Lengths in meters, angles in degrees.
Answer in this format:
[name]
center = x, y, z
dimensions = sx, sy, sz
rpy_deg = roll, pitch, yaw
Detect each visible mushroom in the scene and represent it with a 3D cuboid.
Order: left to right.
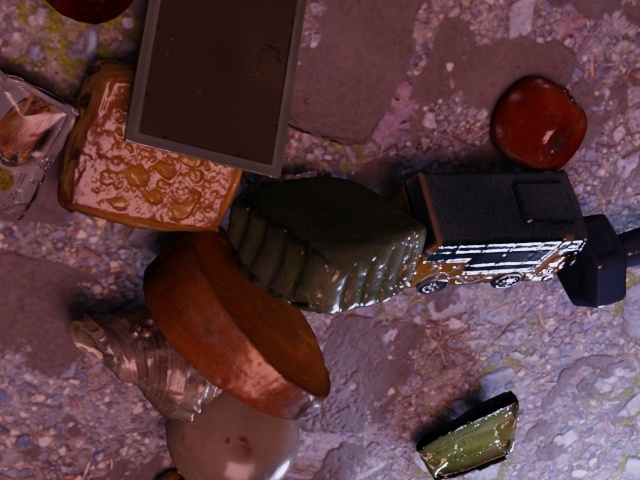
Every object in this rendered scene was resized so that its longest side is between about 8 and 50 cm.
[mushroom]
center = -0.139, 0.301, 1.729
dimensions = 0.204, 0.204, 0.204
rpy_deg = -10, 121, -17

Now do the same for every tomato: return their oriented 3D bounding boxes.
[tomato]
center = 0.337, -0.159, 1.700
dimensions = 0.139, 0.091, 0.159
rpy_deg = -46, 127, 11

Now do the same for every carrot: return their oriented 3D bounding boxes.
[carrot]
center = -0.107, 0.117, 1.554
dimensions = 0.100, 0.307, 0.258
rpy_deg = -44, 161, 18

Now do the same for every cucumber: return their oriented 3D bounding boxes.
[cucumber]
center = 0.259, 0.331, 1.956
dimensions = 0.193, 0.086, 0.115
rpy_deg = -29, 124, 3

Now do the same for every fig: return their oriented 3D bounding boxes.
[fig]
center = -0.263, -0.309, 1.349
dimensions = 0.128, 0.150, 0.128
rpy_deg = -46, 160, -22

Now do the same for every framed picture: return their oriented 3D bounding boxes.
[framed picture]
center = -0.127, -0.231, 1.438
dimensions = 0.216, 0.016, 0.273
rpy_deg = 13, 82, -27

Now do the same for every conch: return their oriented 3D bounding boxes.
[conch]
center = -0.245, 0.159, 1.596
dimensions = 0.245, 0.163, 0.178
rpy_deg = 25, 147, -27

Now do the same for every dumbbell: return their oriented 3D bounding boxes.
[dumbbell]
center = 0.538, 0.001, 1.843
dimensions = 0.325, 0.144, 0.160
rpy_deg = -15, 121, -13

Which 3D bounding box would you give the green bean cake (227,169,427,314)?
[green bean cake]
center = 0.000, 0.000, 1.556
dimensions = 0.227, 0.222, 0.125
rpy_deg = -9, 126, -43

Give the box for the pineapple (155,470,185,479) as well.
[pineapple]
center = -0.161, 0.519, 1.770
dimensions = 0.262, 0.272, 0.262
rpy_deg = -10, 122, -16

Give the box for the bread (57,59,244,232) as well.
[bread]
center = -0.214, -0.118, 1.495
dimensions = 0.235, 0.099, 0.210
rpy_deg = 12, 110, -22

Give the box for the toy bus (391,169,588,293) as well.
[toy bus]
center = 0.241, -0.017, 1.679
dimensions = 0.275, 0.138, 0.167
rpy_deg = -1, 152, -23

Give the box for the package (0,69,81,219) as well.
[package]
center = -0.410, -0.133, 1.421
dimensions = 0.173, 0.027, 0.171
rpy_deg = 28, 109, -13
